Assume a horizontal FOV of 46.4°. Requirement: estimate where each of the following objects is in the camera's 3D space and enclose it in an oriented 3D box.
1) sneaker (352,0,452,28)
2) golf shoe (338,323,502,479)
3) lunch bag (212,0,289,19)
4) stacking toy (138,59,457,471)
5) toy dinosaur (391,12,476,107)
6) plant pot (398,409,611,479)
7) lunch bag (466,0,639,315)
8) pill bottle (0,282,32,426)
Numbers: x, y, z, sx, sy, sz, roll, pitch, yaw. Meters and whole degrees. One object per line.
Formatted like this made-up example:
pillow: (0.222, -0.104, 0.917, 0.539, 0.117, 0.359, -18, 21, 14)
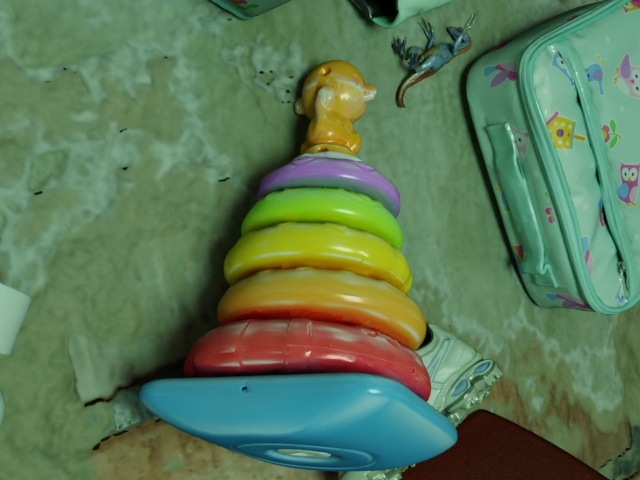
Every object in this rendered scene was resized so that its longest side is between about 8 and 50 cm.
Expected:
sneaker: (0.040, -0.295, 0.579, 0.151, 0.094, 0.256, -39, 108, -26)
golf shoe: (0.064, 0.136, 0.610, 0.176, 0.069, 0.086, -32, 66, -34)
lunch bag: (-0.082, -0.258, 0.419, 0.262, 0.223, 0.160, 24, 82, -30)
stacking toy: (0.000, 0.000, 0.531, 0.166, 0.175, 0.302, 44, 44, -55)
toy dinosaur: (0.101, -0.165, 0.662, 0.082, 0.047, 0.090, -6, 126, -42)
plant pot: (0.149, 0.319, 0.555, 0.267, 0.235, 0.268, -20, 100, -31)
lunch bag: (0.261, -0.074, 0.711, 0.224, 0.107, 0.279, -30, 105, -30)
pill bottle: (-0.236, 0.115, 0.374, 0.121, 0.121, 0.221, 26, 74, -30)
